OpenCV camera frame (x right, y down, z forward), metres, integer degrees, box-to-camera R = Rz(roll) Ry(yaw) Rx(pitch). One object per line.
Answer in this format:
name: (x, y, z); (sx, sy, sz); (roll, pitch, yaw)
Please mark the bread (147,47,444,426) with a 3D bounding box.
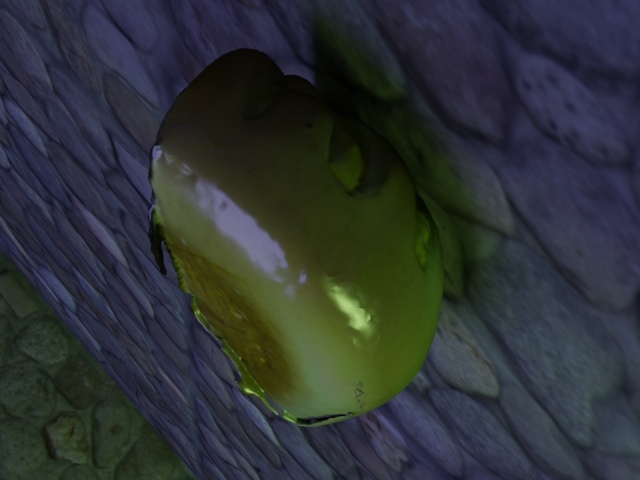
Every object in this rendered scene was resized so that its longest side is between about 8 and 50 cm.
bread: (0.007, 0.010, 0.688); (0.156, 0.158, 0.261); (29, 152, 25)
